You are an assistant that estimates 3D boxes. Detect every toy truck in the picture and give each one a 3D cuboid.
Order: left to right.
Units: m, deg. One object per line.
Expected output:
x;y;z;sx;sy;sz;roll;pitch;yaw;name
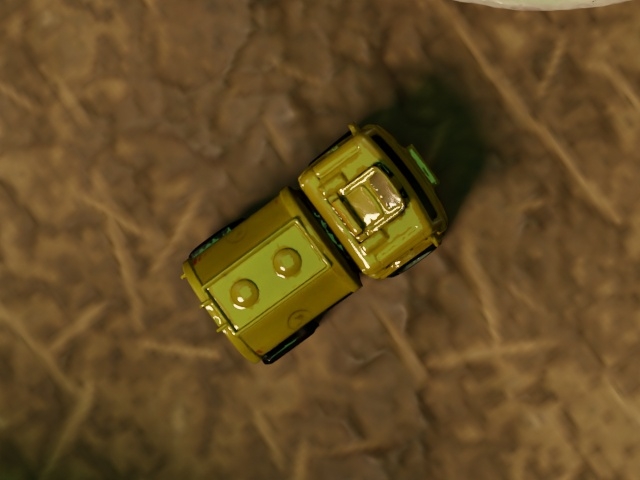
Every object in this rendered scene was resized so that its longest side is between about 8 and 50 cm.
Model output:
0.000;0.000;0.616;0.083;0.054;0.049;-36;88;7;toy truck

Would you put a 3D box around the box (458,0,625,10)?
0.041;-0.196;0.522;0.291;0.206;0.262;-10;92;6;box
